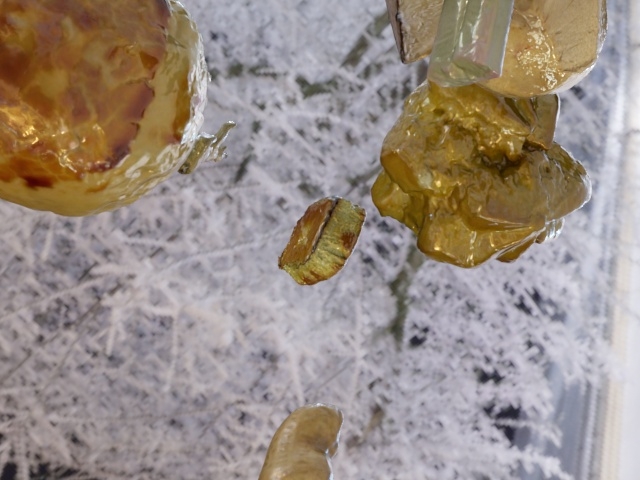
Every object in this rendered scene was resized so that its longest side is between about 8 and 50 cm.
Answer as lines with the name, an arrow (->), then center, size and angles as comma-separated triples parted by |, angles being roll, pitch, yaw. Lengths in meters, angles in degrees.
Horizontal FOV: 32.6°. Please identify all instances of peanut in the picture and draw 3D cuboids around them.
peanut -> -0.031, 0.391, 1.901 | 0.122, 0.137, 0.253 | 51, -142, -34

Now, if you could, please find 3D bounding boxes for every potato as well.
potato -> 0.103, -0.259, 1.065 | 0.172, 0.089, 0.100 | 66, -172, -63

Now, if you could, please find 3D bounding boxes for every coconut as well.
coconut -> 0.245, -0.262, 1.277 | 0.194, 0.194, 0.194 | 32, -145, -26

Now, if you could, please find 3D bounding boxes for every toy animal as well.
toy animal -> -0.247, -0.190, 2.244 | 0.103, 0.101, 0.218 | 14, -158, 12

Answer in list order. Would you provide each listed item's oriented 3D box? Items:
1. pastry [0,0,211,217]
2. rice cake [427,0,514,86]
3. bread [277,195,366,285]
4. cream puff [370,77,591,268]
pastry -> -0.342, -0.220, 1.447 | 0.388, 0.388, 0.312 | 47, 178, -3
rice cake -> 0.146, -0.244, 0.961 | 0.042, 0.080, 0.221 | 12, -92, -31
bread -> 0.000, 0.000, 1.701 | 0.069, 0.128, 0.140 | 34, -115, -23
cream puff -> 0.246, -0.125, 1.529 | 0.270, 0.274, 0.323 | 25, -147, 24
